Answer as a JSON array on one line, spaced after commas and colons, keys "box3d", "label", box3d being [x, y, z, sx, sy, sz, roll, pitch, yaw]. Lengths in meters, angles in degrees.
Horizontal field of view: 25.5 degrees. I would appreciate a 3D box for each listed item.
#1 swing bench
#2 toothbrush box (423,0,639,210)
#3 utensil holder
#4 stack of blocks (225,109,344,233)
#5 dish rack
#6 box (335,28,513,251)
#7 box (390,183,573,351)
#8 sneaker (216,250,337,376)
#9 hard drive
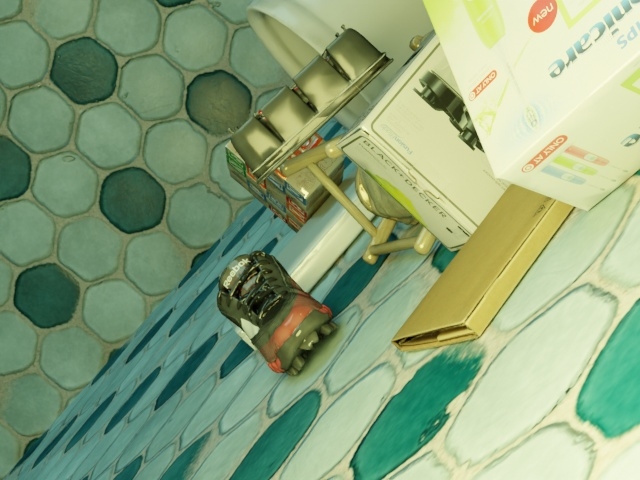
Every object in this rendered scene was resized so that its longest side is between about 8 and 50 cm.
[{"box3d": [0.117, -0.120, 1.594, 0.255, 0.165, 0.253, -44, 6, -10], "label": "swing bench"}, {"box3d": [0.203, -0.202, 1.136, 0.206, 0.122, 0.283, -42, 50, 33], "label": "toothbrush box"}, {"box3d": [0.134, -0.375, 2.165, 0.385, 0.327, 0.327, -46, 8, -6], "label": "utensil holder"}, {"box3d": [-0.056, -0.114, 2.172, 0.087, 0.171, 0.297, -48, -7, -9], "label": "stack of blocks"}, {"box3d": [-0.019, -0.168, 1.698, 0.208, 0.074, 0.271, -41, 5, 2], "label": "dish rack"}, {"box3d": [0.170, -0.151, 1.411, 0.290, 0.169, 0.087, -52, 9, -17], "label": "box"}, {"box3d": [0.154, 0.012, 1.244, 0.201, 0.021, 0.164, -51, 8, -19], "label": "box"}, {"box3d": [-0.060, 0.080, 1.668, 0.097, 0.135, 0.276, -47, 9, -2], "label": "sneaker"}, {"box3d": [0.000, 0.000, 2.042, 0.353, 0.047, 0.233, -49, 8, -2], "label": "hard drive"}]
